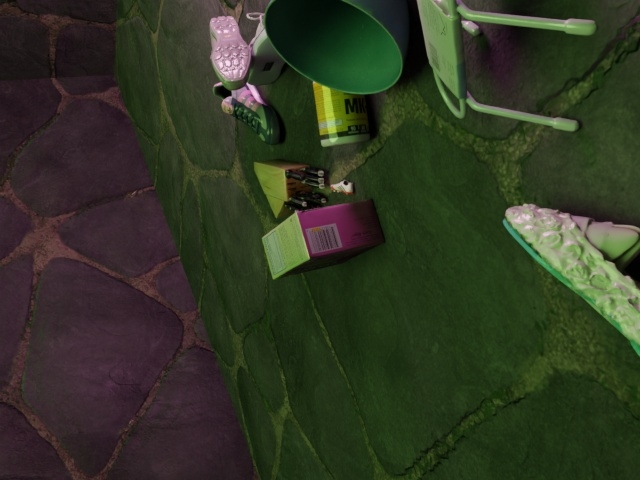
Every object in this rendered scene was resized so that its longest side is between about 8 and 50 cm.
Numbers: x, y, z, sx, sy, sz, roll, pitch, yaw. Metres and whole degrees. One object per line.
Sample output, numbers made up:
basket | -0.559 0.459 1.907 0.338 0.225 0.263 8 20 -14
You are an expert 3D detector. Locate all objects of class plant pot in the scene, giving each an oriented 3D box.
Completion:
plant pot | 0.057 -0.462 1.145 0.290 0.290 0.196 -9 56 62

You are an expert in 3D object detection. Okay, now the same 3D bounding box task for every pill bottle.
pill bottle | 0.046 -0.329 1.333 0.119 0.119 0.209 6 107 61

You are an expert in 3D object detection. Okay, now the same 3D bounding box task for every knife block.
knife block | -0.084 -0.188 1.662 0.276 0.088 0.242 65 148 24

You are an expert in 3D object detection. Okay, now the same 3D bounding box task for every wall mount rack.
wall mount rack | 0.255 -0.302 0.866 0.304 0.130 0.350 63 -176 30

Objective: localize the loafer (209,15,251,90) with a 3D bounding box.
loafer | -0.249 -0.505 1.586 0.111 0.112 0.320 90 170 -48

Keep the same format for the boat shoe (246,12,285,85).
boat shoe | -0.136 -0.569 1.579 0.367 0.135 0.157 157 103 -71

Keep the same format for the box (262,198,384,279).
box | 0.000 0.000 1.447 0.243 0.213 0.117 -29 75 60

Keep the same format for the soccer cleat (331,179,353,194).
soccer cleat | 0.057 -0.141 1.487 0.083 0.029 0.036 25 114 52

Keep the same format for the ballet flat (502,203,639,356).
ballet flat | 0.439 0.064 0.799 0.409 0.147 0.147 54 144 32

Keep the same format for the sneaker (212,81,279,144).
sneaker | -0.237 -0.401 1.807 0.319 0.131 0.112 54 143 37
